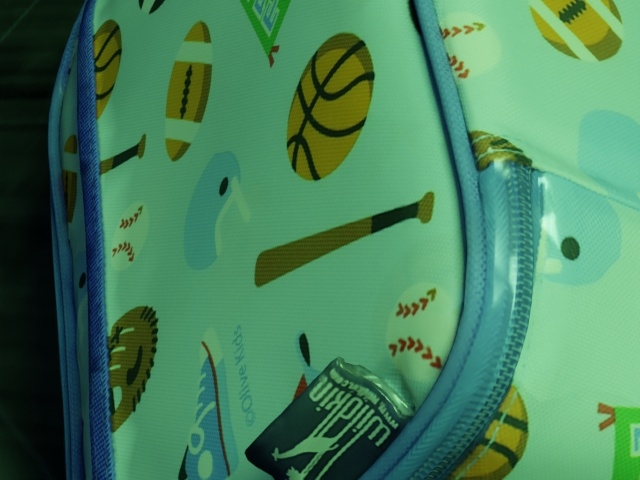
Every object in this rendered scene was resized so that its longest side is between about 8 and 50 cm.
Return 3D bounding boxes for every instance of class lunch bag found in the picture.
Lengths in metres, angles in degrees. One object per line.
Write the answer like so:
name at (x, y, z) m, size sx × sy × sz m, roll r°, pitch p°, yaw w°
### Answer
lunch bag at (0.000, 0.000, 0.585) m, size 0.243 × 0.115 × 0.303 m, roll -45°, pitch 38°, yaw 39°
